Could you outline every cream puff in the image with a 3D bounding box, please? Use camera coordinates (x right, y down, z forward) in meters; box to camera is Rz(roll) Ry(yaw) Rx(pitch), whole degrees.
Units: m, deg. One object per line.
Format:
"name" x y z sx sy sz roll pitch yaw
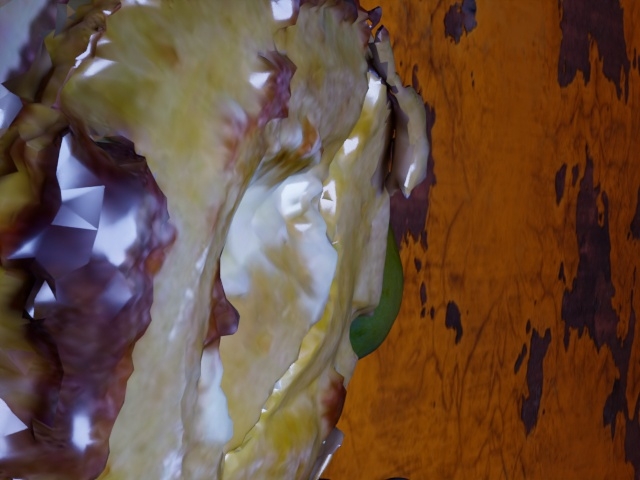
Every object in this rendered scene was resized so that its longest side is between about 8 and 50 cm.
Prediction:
"cream puff" -0.113 0.001 0.751 0.350 0.229 0.350 15 90 -70

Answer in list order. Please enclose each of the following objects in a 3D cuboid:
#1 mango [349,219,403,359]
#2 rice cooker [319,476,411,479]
"mango" 0.002 -0.001 1.216 0.191 0.086 0.122 70 34 -45
"rice cooker" -0.027 0.237 0.991 0.280 0.227 0.241 -36 126 -62
